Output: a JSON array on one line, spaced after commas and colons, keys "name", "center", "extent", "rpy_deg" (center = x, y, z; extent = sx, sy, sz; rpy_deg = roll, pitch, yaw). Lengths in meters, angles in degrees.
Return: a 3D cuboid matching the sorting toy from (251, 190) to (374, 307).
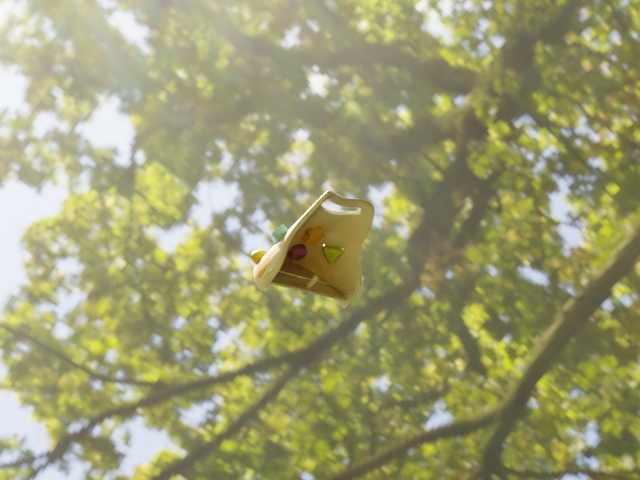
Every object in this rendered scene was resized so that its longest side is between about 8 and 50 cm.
[{"name": "sorting toy", "center": [0.000, 0.000, 0.981], "extent": [0.075, 0.083, 0.045], "rpy_deg": [-53, -132, 20]}]
